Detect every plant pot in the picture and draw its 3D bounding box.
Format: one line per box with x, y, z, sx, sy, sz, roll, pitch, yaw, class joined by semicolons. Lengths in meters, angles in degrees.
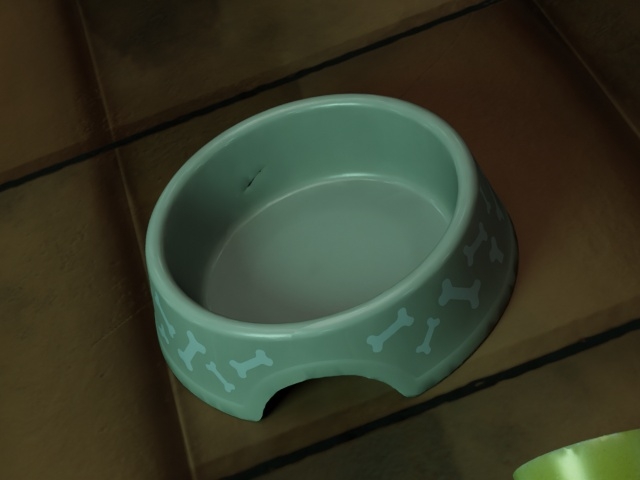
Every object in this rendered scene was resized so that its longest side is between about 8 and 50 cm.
0.213;0.195;0.941;0.134;0.134;0.095;-15;68;5;plant pot

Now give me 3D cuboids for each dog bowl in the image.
0.000;0.000;1.221;0.348;0.102;0.349;-10;45;10;dog bowl
